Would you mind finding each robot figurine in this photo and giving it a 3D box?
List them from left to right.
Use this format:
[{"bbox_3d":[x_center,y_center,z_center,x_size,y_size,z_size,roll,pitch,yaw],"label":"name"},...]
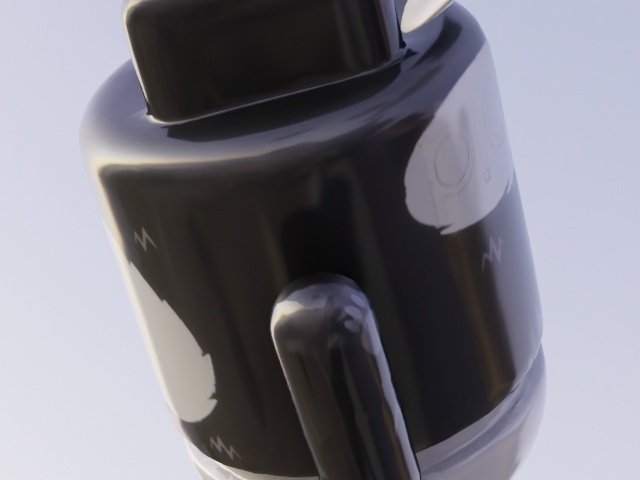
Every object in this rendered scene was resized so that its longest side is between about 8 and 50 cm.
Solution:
[{"bbox_3d":[-0.002,0.001,0.622,0.173,0.209,0.278,7,-55,35],"label":"robot figurine"}]

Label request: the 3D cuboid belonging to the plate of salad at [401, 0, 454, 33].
[{"bbox_3d":[0.072,-0.132,0.324,0.048,0.200,0.200,37,-29,-6],"label":"plate of salad"}]
